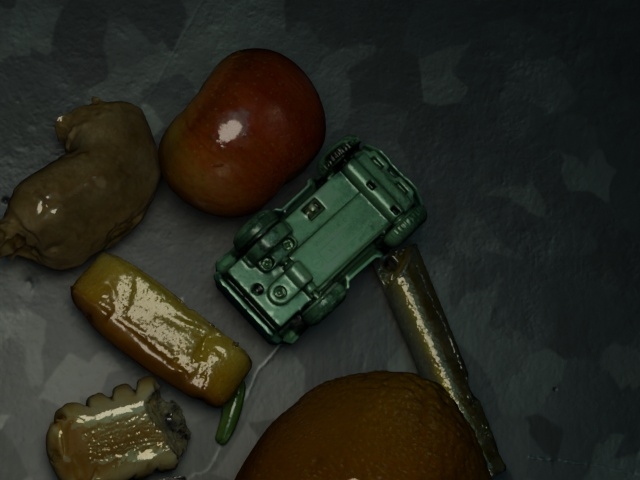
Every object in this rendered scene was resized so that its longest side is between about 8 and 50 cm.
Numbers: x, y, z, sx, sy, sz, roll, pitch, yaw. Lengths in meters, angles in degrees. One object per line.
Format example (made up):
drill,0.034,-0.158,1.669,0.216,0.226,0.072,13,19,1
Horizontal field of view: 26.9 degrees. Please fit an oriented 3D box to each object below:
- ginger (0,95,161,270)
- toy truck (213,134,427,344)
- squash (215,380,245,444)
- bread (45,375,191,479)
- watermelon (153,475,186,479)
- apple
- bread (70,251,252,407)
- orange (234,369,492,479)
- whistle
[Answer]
ginger,-0.298,-0.059,1.690,0.152,0.138,0.267,27,60,12
toy truck,0.000,0.000,1.714,0.279,0.156,0.155,-43,87,-18
squash,-0.114,0.218,1.708,0.027,0.027,0.089,14,76,-7
bread,-0.248,0.237,1.644,0.177,0.084,0.119,-14,92,-13
watermelon,-0.247,0.369,1.546,0.310,0.193,0.232,36,70,-7
apple,-0.095,-0.131,1.703,0.173,0.210,0.235,39,72,-7
bread,-0.204,0.117,1.677,0.245,0.102,0.094,37,75,-1
orange,0.048,0.325,1.556,0.322,0.322,0.357,28,67,-2
whistle,0.155,0.161,1.753,0.068,0.057,0.326,-19,80,-14
